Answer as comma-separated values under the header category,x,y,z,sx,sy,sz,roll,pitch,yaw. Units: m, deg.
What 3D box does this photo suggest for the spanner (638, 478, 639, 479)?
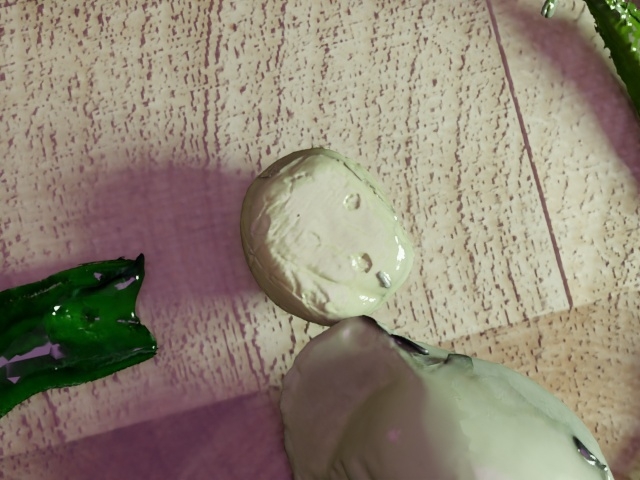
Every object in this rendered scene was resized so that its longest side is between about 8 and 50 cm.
category,x,y,z,sx,sy,sz,roll,pitch,yaw
spanner,0.260,0.194,0.971,0.087,0.024,0.316,42,89,-12

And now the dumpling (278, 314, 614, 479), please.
category,x,y,z,sx,sy,sz,roll,pitch,yaw
dumpling,0.091,0.187,0.918,0.227,0.175,0.243,-55,54,26

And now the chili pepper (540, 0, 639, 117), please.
category,x,y,z,sx,sy,sz,roll,pitch,yaw
chili pepper,0.289,-0.066,0.985,0.085,0.076,0.359,-42,96,-12

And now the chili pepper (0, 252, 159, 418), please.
category,x,y,z,sx,sy,sz,roll,pitch,yaw
chili pepper,-0.219,0.080,0.930,0.224,0.061,0.098,-28,81,-6

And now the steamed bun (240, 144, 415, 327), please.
category,x,y,z,sx,sy,sz,roll,pitch,yaw
steamed bun,0.000,0.000,0.943,0.112,0.091,0.130,-40,89,-5
